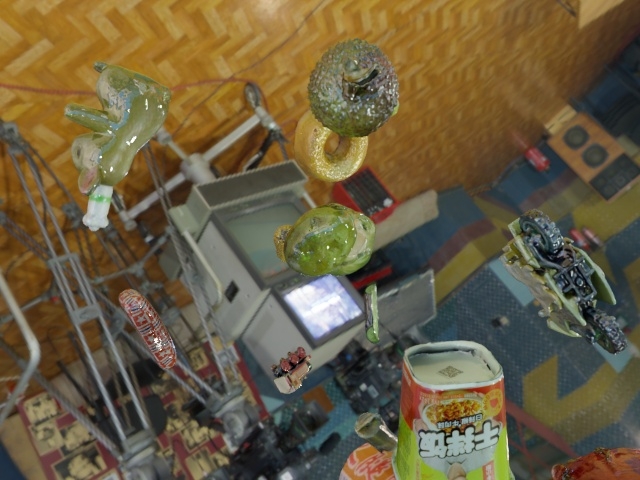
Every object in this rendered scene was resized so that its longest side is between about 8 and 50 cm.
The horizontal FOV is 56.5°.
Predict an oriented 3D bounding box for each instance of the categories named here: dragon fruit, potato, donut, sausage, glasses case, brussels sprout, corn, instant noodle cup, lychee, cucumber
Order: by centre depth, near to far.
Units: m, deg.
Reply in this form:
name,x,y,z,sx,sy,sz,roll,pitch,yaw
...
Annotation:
name,x,y,z,sx,sy,sz,roll,pitch,yaw
dragon fruit,0.495,0.459,0.971,0.244,0.245,0.298,-32,-158,-20
glasses case,-0.330,0.175,1.168,0.049,0.073,0.195,-34,129,-21
instant noodle cup,0.296,0.407,1.344,0.293,0.293,0.308,-20,113,-45
sausage,0.205,0.698,1.594,0.233,0.233,0.287,-32,-162,-17
lychee,0.092,-0.416,1.650,0.270,0.270,0.320,-48,173,30
potato,0.000,0.000,1.769,0.253,0.186,0.148,-29,-170,29
corn,-0.104,0.009,1.993,0.102,0.102,0.313,-35,172,-9
donut,0.046,-0.324,2.007,0.277,0.108,0.278,-9,116,-19
cucumber,0.180,0.266,2.124,0.046,0.220,0.070,-5,177,15
brussels sprout,0.068,0.000,2.309,0.354,0.289,0.282,174,-65,-79

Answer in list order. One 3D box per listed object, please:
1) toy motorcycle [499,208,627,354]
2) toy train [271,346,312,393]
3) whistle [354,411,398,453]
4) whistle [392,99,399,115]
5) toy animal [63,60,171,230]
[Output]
name,x,y,z,sx,sy,sz,roll,pitch,yaw
toy motorcycle,0.616,0.105,1.523,0.168,0.410,0.237,-32,180,-9
toy train,-0.070,0.339,1.567,0.050,0.087,0.138,-30,-179,37
whistle,0.141,0.476,1.468,0.068,0.057,0.326,-38,150,-6
whistle,0.153,-0.441,1.898,0.104,0.198,0.057,-80,178,-54
toy animal,-0.487,-0.219,1.337,0.363,0.180,0.181,-60,172,-10
